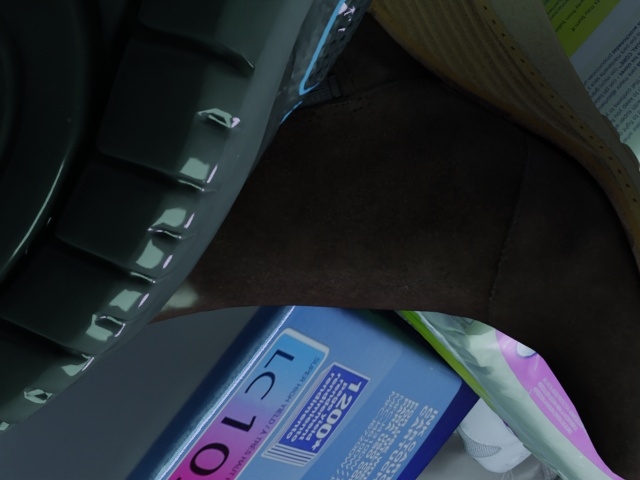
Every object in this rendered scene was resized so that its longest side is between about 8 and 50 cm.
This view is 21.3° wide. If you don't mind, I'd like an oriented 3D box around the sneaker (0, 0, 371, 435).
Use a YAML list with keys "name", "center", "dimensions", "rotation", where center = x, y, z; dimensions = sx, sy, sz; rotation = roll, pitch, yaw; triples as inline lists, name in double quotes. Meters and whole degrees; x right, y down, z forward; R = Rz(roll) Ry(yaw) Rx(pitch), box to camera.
- name: "sneaker"
  center: [-0.036, -0.068, 0.466]
  dimensions: [0.341, 0.125, 0.140]
  rotation: [-47, 171, 21]

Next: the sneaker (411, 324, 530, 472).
- name: "sneaker"
  center: [0.201, 0.055, 1.199]
  dimensions: [0.366, 0.137, 0.210]
  rotation: [0, 149, -45]

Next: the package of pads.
- name: "package of pads"
  center: [0.157, -0.009, 0.798]
  dimensions: [0.229, 0.101, 0.296]
  rotation: [-49, 147, -3]

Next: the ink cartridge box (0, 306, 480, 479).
- name: "ink cartridge box"
  center: [-0.081, 0.115, 0.807]
  dimensions: [0.270, 0.151, 0.395]
  rotation: [-51, 161, 2]

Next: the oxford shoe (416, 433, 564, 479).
- name: "oxford shoe"
  center: [0.084, 0.157, 1.316]
  dimensions: [0.449, 0.130, 0.169]
  rotation: [-23, -159, -15]

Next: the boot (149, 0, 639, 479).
- name: "boot"
  center: [0.000, 0.000, 0.577]
  dimensions: [0.207, 0.248, 0.090]
  rotation: [-24, 174, -2]
